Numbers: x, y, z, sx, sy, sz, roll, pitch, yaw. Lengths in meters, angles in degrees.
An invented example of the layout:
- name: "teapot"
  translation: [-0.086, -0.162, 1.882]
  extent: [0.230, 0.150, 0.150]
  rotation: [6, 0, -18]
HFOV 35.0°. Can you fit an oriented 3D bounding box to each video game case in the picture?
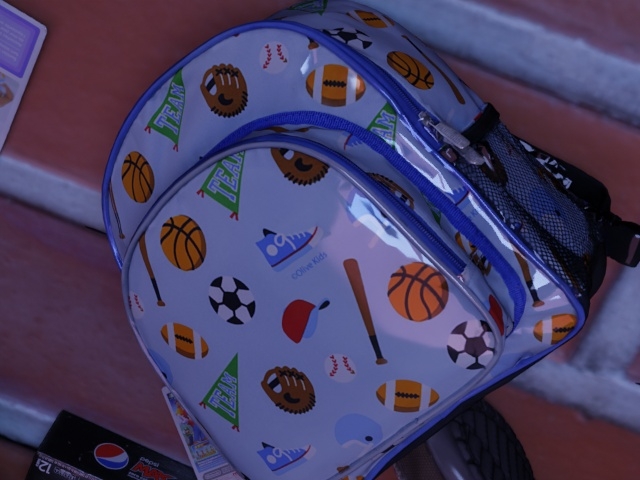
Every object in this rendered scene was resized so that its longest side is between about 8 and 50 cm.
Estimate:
- name: "video game case"
  translation: [-0.061, 0.153, 0.775]
  extent: [0.087, 0.011, 0.122]
  rotation: [-23, 88, 16]

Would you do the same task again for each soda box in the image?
- name: "soda box"
  translation: [-0.149, 0.204, 0.819]
  extent: [0.169, 0.060, 0.053]
  rotation: [26, 116, -4]

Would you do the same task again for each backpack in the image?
- name: "backpack"
  translation: [0.000, 0.000, 0.602]
  extent: [0.276, 0.213, 0.263]
  rotation: [-41, 85, 25]

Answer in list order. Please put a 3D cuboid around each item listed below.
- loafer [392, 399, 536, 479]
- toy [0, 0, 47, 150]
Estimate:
- name: "loafer"
  translation: [0.118, 0.273, 0.768]
  extent: [0.130, 0.134, 0.366]
  rotation: [-17, 114, 17]
- name: "toy"
  translation: [-0.293, -0.078, 0.695]
  extent: [0.137, 0.056, 0.237]
  rotation: [30, 118, -5]
